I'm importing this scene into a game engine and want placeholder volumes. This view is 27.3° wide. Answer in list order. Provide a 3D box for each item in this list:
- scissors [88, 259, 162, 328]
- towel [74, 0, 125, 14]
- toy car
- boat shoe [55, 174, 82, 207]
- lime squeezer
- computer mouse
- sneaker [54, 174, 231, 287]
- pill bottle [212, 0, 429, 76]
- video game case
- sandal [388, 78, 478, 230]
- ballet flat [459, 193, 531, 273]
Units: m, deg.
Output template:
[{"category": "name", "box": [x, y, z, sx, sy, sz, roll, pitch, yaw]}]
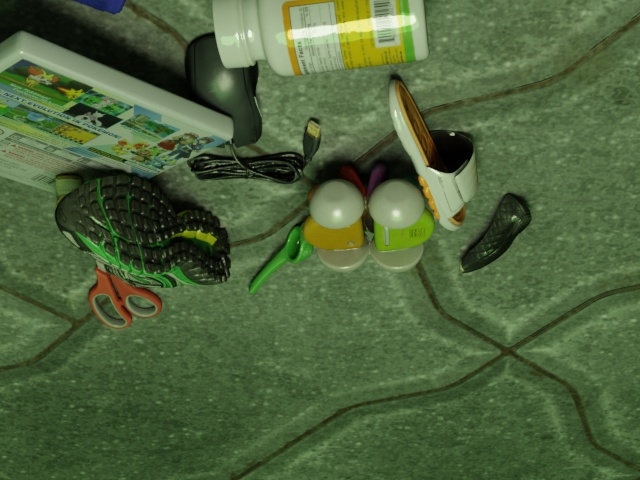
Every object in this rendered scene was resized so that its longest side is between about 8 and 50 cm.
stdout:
[{"category": "scissors", "box": [-0.335, 0.041, 2.002, 0.109, 0.021, 0.297, -11, 139, 14]}, {"category": "towel", "box": [-0.333, -0.397, 1.473, 0.308, 0.076, 0.228, 16, 129, -18]}, {"category": "toy car", "box": [0.067, -0.043, 1.829, 0.182, 0.136, 0.159, 0, 144, 5]}, {"category": "boat shoe", "box": [-0.342, -0.045, 1.812, 0.050, 0.045, 0.135, -2, 159, 1]}, {"category": "lime squeezer", "box": [0.000, 0.000, 1.953, 0.310, 0.059, 0.110, -22, 164, 21]}, {"category": "computer mouse", "box": [-0.089, -0.156, 1.754, 0.184, 0.060, 0.262, 2, 139, -2]}, {"category": "sneaker", "box": [-0.261, 0.011, 1.828, 0.146, 0.134, 0.343, -15, 160, 21]}, {"category": "pill bottle", "box": [0.001, -0.269, 1.570, 0.245, 0.136, 0.136, -6, 138, 6]}, {"category": "video game case", "box": [-0.330, -0.144, 1.677, 0.300, 0.036, 0.329, -21, 151, 39]}, {"category": "sandal", "box": [0.167, -0.115, 1.775, 0.076, 0.102, 0.265, -14, 135, 19]}, {"category": "ballet flat", "box": [0.256, -0.006, 1.956, 0.057, 0.049, 0.173, -17, 156, -39]}]
